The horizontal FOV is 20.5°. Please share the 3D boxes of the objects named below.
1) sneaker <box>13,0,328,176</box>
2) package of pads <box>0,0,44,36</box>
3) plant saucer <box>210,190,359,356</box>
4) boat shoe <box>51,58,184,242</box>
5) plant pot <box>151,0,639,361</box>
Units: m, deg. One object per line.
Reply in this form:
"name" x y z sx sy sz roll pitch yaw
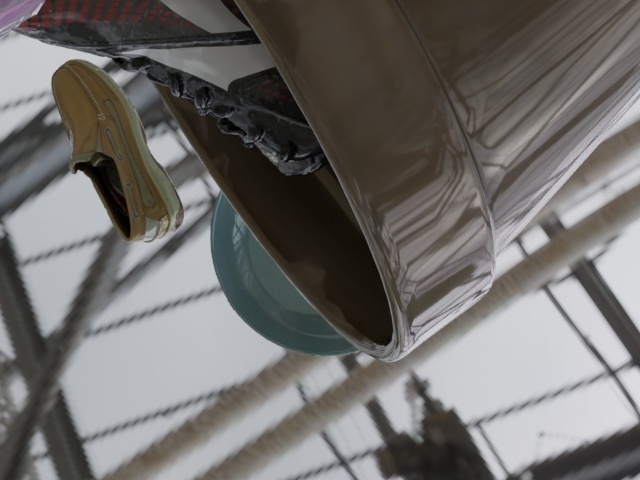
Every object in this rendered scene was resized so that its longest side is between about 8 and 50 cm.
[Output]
"sneaker" -0.046 -0.102 0.949 0.097 0.276 0.135 -145 -120 -68
"package of pads" -0.144 -0.090 0.660 0.032 0.050 0.083 -33 -172 39
"plant saucer" 0.000 0.000 1.486 0.195 0.195 0.037 -53 -171 -11
"boat shoe" -0.196 -0.081 1.587 0.190 0.072 0.068 55 -46 15
"plant pot" 0.062 -0.142 0.933 0.280 0.323 0.323 -32 -135 -11
